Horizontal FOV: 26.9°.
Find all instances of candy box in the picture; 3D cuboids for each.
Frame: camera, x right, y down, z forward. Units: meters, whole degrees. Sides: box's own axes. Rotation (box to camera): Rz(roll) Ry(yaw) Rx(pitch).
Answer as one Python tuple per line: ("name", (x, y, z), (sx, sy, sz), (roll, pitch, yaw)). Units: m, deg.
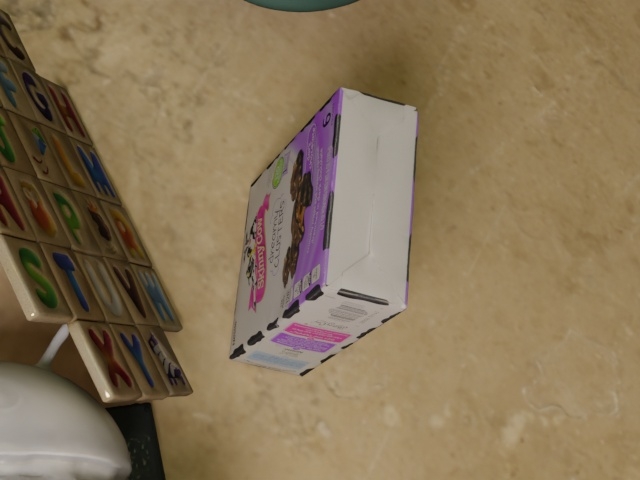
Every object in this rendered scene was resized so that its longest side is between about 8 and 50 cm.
("candy box", (0.000, 0.000, 1.049), (0.070, 0.196, 0.165), (14, 64, -20))

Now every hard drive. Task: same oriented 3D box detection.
("hard drive", (-0.161, 0.193, 0.999), (0.094, 0.022, 0.135), (-5, 72, -26))

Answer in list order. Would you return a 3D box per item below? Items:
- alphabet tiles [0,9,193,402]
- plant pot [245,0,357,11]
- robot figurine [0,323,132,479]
("alphabet tiles", (-0.193, -0.040, 0.956), (0.011, 0.285, 0.342), (-29, 79, 8))
("plant pot", (-0.008, -0.337, 1.163), (0.293, 0.235, 0.293), (9, 67, -21))
("robot figurine", (-0.218, 0.229, 0.854), (0.300, 0.200, 0.353), (-2, 70, -8))
